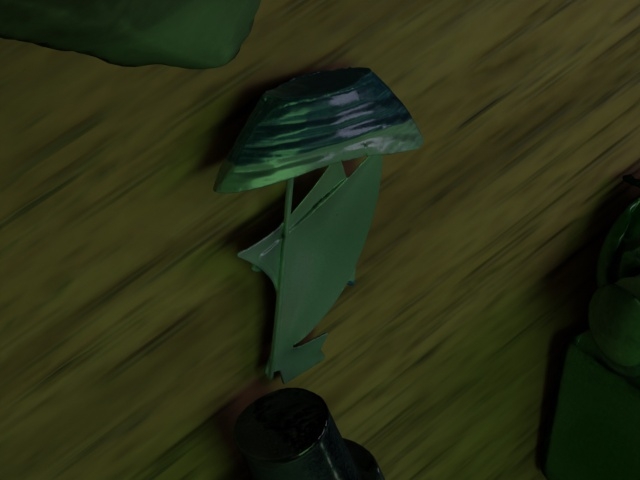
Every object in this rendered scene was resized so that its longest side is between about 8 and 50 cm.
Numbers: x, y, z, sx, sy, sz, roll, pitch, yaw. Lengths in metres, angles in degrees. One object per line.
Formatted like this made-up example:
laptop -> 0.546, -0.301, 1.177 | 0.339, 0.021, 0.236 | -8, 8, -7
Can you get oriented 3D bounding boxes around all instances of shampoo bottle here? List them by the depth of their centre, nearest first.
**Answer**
shampoo bottle -> 0.012, 0.153, 0.886 | 0.072, 0.072, 0.214 | -41, 134, -21

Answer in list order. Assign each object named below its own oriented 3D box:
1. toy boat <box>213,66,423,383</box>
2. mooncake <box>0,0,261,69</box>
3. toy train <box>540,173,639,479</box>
toy boat -> 0.007, -0.010, 0.818 | 0.105, 0.034, 0.149 | -37, 132, -22
mooncake -> -0.094, -0.188, 0.550 | 0.254, 0.136, 0.250 | 5, 109, -51
toy train -> 0.233, 0.054, 1.007 | 0.243, 0.132, 0.188 | -18, 127, -35
